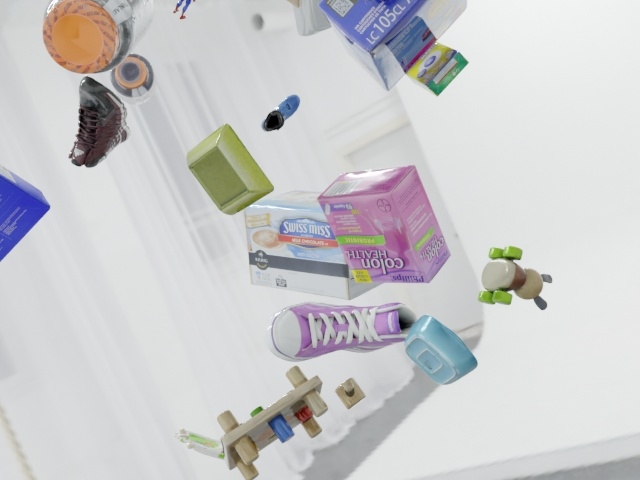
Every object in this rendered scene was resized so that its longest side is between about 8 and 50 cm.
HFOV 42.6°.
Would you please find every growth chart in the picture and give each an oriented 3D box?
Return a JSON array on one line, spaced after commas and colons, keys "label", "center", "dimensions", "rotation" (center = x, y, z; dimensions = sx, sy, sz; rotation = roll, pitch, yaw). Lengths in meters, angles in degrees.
[{"label": "growth chart", "center": [-0.283, 0.516, 2.062], "dimensions": [0.171, 0.021, 0.237], "rotation": [20, -8, -10]}]

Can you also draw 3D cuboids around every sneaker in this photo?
[{"label": "sneaker", "center": [-0.115, -0.382, 2.474], "dimensions": [0.152, 0.058, 0.084], "rotation": [-39, 16, -3]}, {"label": "sneaker", "center": [0.049, 0.145, 1.430], "dimensions": [0.282, 0.102, 0.161], "rotation": [-1, -12, -39]}, {"label": "sneaker", "center": [-0.530, -0.252, 1.909], "dimensions": [0.163, 0.106, 0.281], "rotation": [-56, -10, -17]}]

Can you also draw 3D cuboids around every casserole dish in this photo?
[{"label": "casserole dish", "center": [0.181, 0.177, 1.284], "dimensions": [0.037, 0.114, 0.188], "rotation": [-43, -10, -15]}]

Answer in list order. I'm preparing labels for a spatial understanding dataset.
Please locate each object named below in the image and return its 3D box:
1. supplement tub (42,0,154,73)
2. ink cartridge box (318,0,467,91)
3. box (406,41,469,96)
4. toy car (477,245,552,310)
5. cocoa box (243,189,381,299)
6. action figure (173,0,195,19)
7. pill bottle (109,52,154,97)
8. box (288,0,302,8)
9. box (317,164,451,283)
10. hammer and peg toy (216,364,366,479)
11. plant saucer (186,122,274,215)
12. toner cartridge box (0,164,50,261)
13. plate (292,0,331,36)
[{"label": "supplement tub", "center": [-0.489, -0.486, 1.810], "dimensions": [0.193, 0.194, 0.316], "rotation": [-24, 26, 13]}, {"label": "ink cartridge box", "center": [0.154, -0.482, 1.645], "dimensions": [0.270, 0.151, 0.395], "rotation": [-47, -11, 6]}, {"label": "box", "center": [0.256, -0.393, 1.856], "dimensions": [0.105, 0.043, 0.179], "rotation": [-47, 23, 7]}, {"label": "toy car", "center": [0.551, 0.117, 2.257], "dimensions": [0.188, 0.155, 0.149], "rotation": [18, -9, -18]}, {"label": "cocoa box", "center": [0.000, 0.000, 2.190], "dimensions": [0.347, 0.228, 0.231], "rotation": [6, 18, 38]}, {"label": "action figure", "center": [-0.304, -0.560, 1.884], "dimensions": [0.030, 0.038, 0.115], "rotation": [-40, -5, -40]}, {"label": "pill bottle", "center": [-0.556, -0.481, 2.440], "dimensions": [0.130, 0.131, 0.245], "rotation": [-24, 6, -8]}, {"label": "box", "center": [-0.110, -0.645, 1.913], "dimensions": [0.021, 0.164, 0.201], "rotation": [-50, -10, -13]}, {"label": "box", "center": [0.145, -0.031, 1.865], "dimensions": [0.213, 0.243, 0.117], "rotation": [-2, 34, 42]}, {"label": "hammer and peg toy", "center": [-0.066, 0.387, 1.877], "dimensions": [0.361, 0.127, 0.266], "rotation": [-31, -21, -18]}, {"label": "plant saucer", "center": [-0.224, -0.152, 1.913], "dimensions": [0.188, 0.188, 0.045], "rotation": [-27, 12, 46]}, {"label": "toner cartridge box", "center": [-0.730, 0.002, 1.660], "dimensions": [0.348, 0.075, 0.165], "rotation": [-46, -42, 2]}, {"label": "plate", "center": [0.059, -0.647, 2.151], "dimensions": [0.277, 0.045, 0.278], "rotation": [-26, -16, -3]}]
